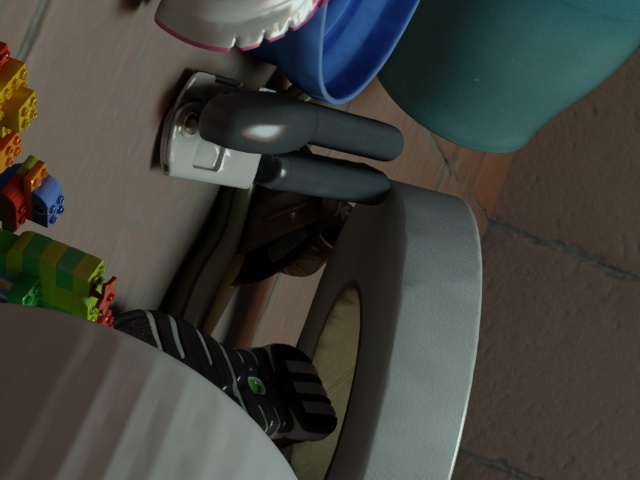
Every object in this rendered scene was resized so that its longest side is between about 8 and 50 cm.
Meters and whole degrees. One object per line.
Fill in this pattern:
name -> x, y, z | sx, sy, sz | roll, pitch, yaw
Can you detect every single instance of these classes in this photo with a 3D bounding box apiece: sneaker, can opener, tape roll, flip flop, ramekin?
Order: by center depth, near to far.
ramekin -> -0.136, 0.157, 0.814 | 0.277, 0.277, 0.135 | 100, 8, -45
sneaker -> 0.010, -0.208, 1.065 | 0.252, 0.103, 0.111 | -29, 131, -27
can opener -> -0.011, -0.065, 1.295 | 0.283, 0.095, 0.076 | 8, 101, -56
sneaker -> -0.119, 0.141, 1.307 | 0.162, 0.106, 0.281 | -32, 153, 23
flip flop -> -0.045, -0.005, 1.416 | 0.112, 0.080, 0.277 | 85, 28, -66
tape roll -> 0.034, 0.142, 1.467 | 0.392, 0.072, 0.392 | -165, -90, -80
sneaker -> 0.000, 0.000, 1.666 | 0.188, 0.071, 0.066 | 74, 38, -71

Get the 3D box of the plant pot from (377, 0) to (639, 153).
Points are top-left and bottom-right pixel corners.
plant pot -> 0.184, -0.233, 1.685 | 0.255, 0.272, 0.271 | -59, 177, 36

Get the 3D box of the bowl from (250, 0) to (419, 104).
bowl -> 0.045, -0.295, 1.321 | 0.391, 0.077, 0.391 | 22, 90, -79

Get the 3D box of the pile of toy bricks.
pile of toy bricks -> -0.149, 0.014, 0.887 | 0.212, 0.105, 0.118 | 98, 17, -49

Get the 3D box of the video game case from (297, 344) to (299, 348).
video game case -> -0.009, 0.156, 2.041 | 0.204, 0.025, 0.285 | 9, 102, -79
